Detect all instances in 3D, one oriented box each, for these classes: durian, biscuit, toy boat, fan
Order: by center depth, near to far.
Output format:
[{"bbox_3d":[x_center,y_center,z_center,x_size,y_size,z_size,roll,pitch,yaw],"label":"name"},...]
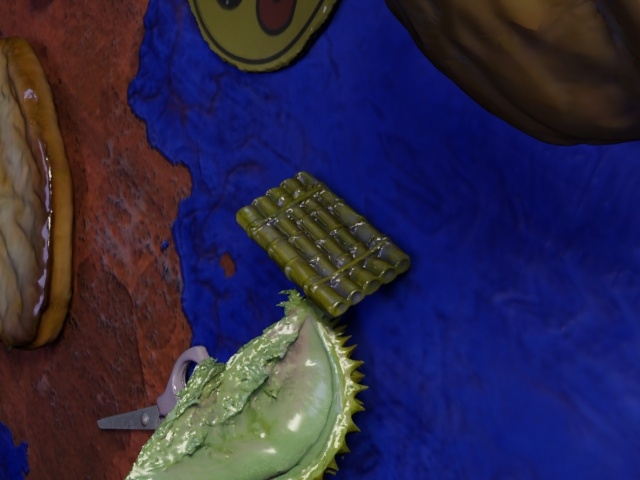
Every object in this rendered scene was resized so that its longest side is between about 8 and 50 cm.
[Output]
[{"bbox_3d":[-0.031,0.104,0.727,0.215,0.100,0.086,-45,37,-18],"label":"durian"},{"bbox_3d":[0.000,0.000,0.733,0.115,0.063,0.016,42,158,40],"label":"toy boat"},{"bbox_3d":[-0.011,-0.218,0.786,0.335,0.011,0.229,29,112,48],"label":"fan"},{"bbox_3d":[-0.270,-0.048,1.069,0.154,0.045,0.299,-12,80,51],"label":"biscuit"}]

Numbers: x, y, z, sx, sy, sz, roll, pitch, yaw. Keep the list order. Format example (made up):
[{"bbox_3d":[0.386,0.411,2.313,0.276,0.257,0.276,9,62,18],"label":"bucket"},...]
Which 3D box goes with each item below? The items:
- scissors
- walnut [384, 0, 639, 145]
[{"bbox_3d":[-0.129,0.140,0.923,0.189,0.015,0.100,-16,76,51],"label":"scissors"},{"bbox_3d":[0.118,-0.156,0.464,0.225,0.225,0.261,-2,127,50],"label":"walnut"}]
